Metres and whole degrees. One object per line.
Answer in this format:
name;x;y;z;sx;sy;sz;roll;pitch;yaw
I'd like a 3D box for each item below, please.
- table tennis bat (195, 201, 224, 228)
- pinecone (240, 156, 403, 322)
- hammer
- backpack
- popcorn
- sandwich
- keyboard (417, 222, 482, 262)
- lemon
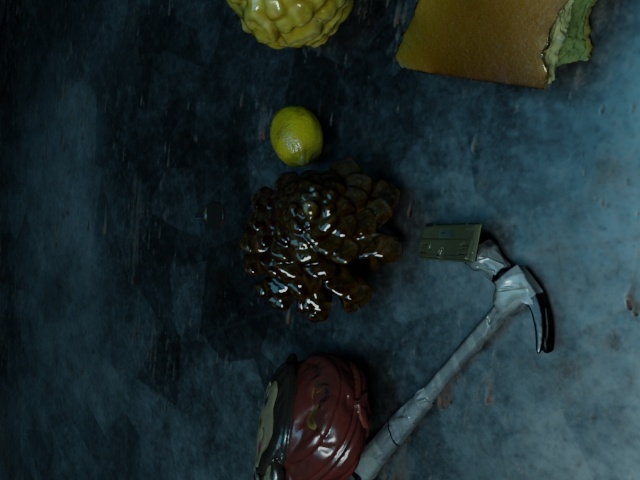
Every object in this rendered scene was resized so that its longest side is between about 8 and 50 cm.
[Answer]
table tennis bat;-0.209;-0.047;1.244;0.083;0.007;0.050;-1;92;43
pinecone;0.000;0.002;0.921;0.228;0.202;0.202;14;127;23
hammer;0.148;0.192;0.890;0.152;0.044;0.427;53;127;28
backpack;-0.007;0.267;0.964;0.229;0.138;0.229;-50;27;37
popcorn;-0.054;-0.381;0.937;0.189;0.250;0.250;-19;77;9
sandwich;0.205;-0.241;0.742;0.186;0.108;0.220;49;147;15
keyboard;0.163;0.002;0.839;0.129;0.015;0.049;0;73;70
lemon;-0.036;-0.158;1.017;0.082;0.082;0.111;-43;57;37
